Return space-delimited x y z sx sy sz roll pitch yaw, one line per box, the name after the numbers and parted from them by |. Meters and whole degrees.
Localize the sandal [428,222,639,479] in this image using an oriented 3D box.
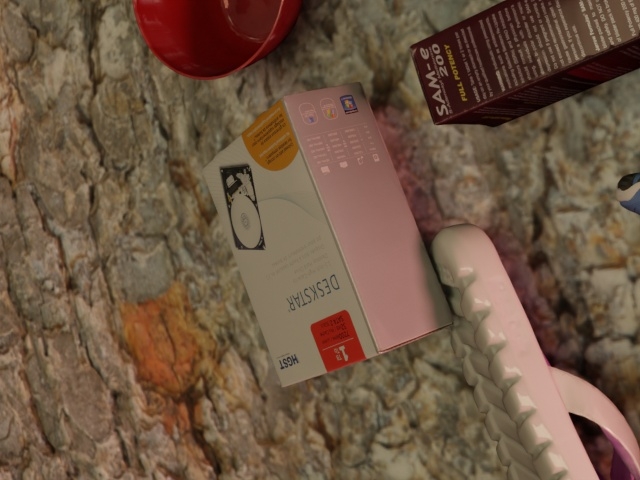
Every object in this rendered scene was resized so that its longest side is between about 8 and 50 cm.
0.211 0.168 0.791 0.102 0.169 0.416 -21 82 -9 | sandal

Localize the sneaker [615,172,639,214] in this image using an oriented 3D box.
0.322 0.002 0.722 0.211 0.080 0.081 23 106 28 | sneaker

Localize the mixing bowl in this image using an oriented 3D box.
-0.083 -0.246 0.931 0.181 0.098 0.181 5 99 31 | mixing bowl

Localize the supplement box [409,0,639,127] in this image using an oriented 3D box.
0.206 -0.163 0.745 0.239 0.130 0.073 -21 84 31 | supplement box

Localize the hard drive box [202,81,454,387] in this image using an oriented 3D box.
0.000 0.000 0.878 0.181 0.089 0.232 -32 78 55 | hard drive box
